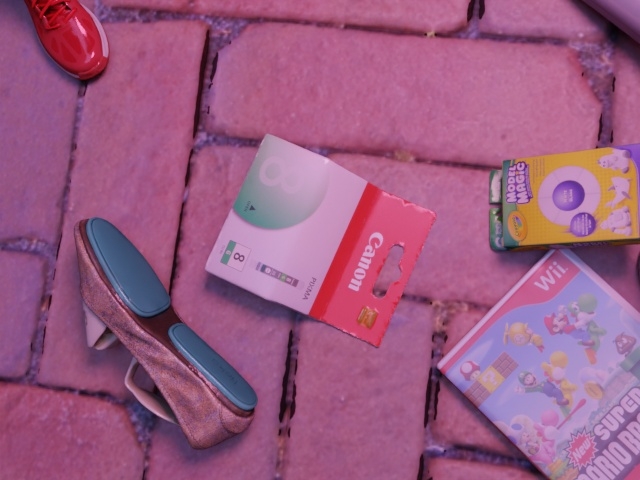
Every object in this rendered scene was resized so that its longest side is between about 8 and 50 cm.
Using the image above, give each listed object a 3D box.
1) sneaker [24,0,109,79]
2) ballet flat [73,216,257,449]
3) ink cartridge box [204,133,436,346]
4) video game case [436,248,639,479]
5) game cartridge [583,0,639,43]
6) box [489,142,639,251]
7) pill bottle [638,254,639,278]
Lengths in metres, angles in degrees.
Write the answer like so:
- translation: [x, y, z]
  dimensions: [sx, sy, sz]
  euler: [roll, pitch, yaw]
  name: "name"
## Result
- translation: [-0.355, -0.309, 0.932]
  dimensions: [0.087, 0.128, 0.221]
  euler: [-36, 79, 2]
  name: "sneaker"
- translation: [-0.209, 0.116, 0.872]
  dimensions: [0.106, 0.107, 0.316]
  euler: [-44, 78, 14]
  name: "ballet flat"
- translation: [0.000, 0.000, 0.881]
  dimensions: [0.224, 0.056, 0.181]
  euler: [24, 87, 12]
  name: "ink cartridge box"
- translation: [0.302, 0.170, 0.830]
  dimensions: [0.204, 0.025, 0.285]
  euler: [-45, 79, 0]
  name: "video game case"
- translation: [0.443, -0.355, 0.834]
  dimensions: [0.297, 0.062, 0.198]
  euler: [-45, 62, 6]
  name: "game cartridge"
- translation: [0.270, -0.044, 0.825]
  dimensions: [0.179, 0.043, 0.105]
  euler: [-6, 78, 34]
  name: "box"
- translation: [0.406, 0.018, 0.735]
  dimensions: [0.124, 0.221, 0.124]
  euler: [-1, 83, 8]
  name: "pill bottle"
